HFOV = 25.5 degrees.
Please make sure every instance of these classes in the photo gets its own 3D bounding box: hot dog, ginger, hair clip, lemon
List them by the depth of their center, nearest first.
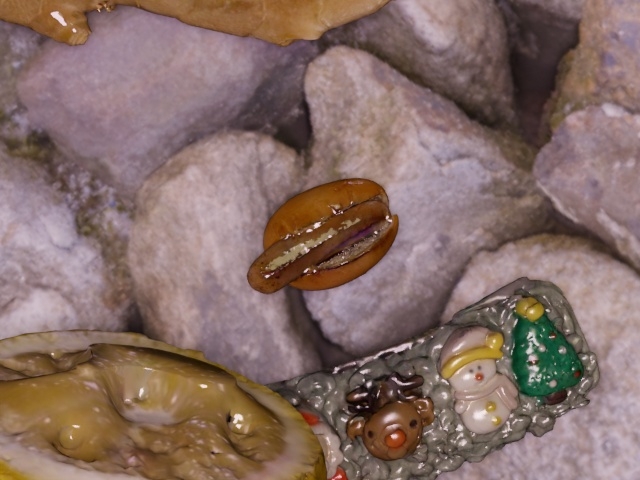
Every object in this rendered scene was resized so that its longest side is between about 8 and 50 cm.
[{"bbox_3d":[-0.178,0.259,1.076,0.364,0.364,0.364,0,87,-1],"label":"lemon"},{"bbox_3d":[0.084,0.142,1.203,0.321,0.091,0.138,-24,90,-1],"label":"hair clip"},{"bbox_3d":[-0.140,-0.256,1.217,0.348,0.122,0.363,-45,90,1],"label":"ginger"},{"bbox_3d":[-0.001,-0.002,1.226,0.140,0.060,0.089,-20,83,1],"label":"hot dog"}]
